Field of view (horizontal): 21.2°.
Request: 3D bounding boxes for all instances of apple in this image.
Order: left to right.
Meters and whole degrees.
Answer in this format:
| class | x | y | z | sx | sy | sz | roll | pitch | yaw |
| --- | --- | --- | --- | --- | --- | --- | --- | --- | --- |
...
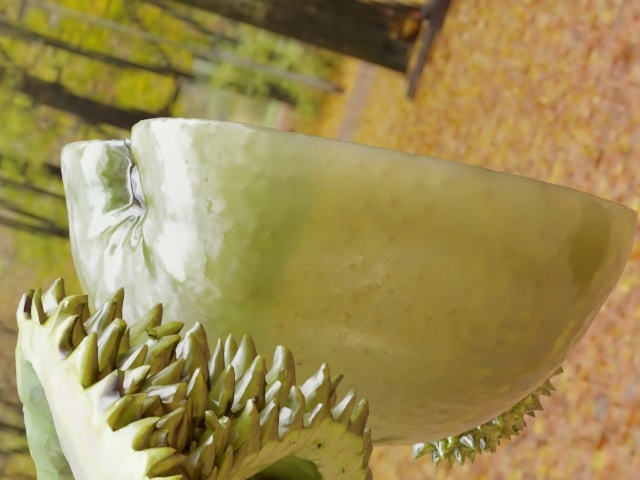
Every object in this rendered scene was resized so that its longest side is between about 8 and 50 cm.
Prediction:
| class | x | y | z | sx | sy | sz | roll | pitch | yaw |
| --- | --- | --- | --- | --- | --- | --- | --- | --- | --- |
| apple | 0.000 | 0.000 | 1.183 | 0.320 | 0.360 | 0.311 | -57 | 40 | 31 |

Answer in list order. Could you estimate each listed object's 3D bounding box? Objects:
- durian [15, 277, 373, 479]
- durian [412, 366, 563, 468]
| class | x | y | z | sx | sy | sz | roll | pitch | yaw |
| --- | --- | --- | --- | --- | --- | --- | --- | --- | --- |
| durian | -0.069 | 0.139 | 0.699 | 0.355 | 0.157 | 0.169 | 89 | -163 | -48 |
| durian | 0.114 | 0.064 | 1.595 | 0.225 | 0.291 | 0.291 | -26 | 23 | 17 |
